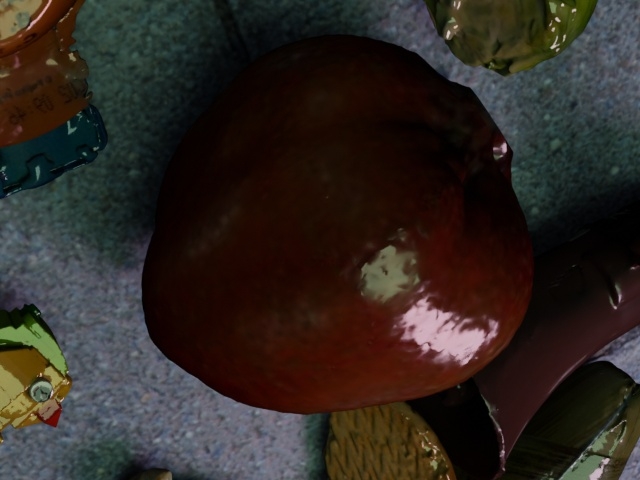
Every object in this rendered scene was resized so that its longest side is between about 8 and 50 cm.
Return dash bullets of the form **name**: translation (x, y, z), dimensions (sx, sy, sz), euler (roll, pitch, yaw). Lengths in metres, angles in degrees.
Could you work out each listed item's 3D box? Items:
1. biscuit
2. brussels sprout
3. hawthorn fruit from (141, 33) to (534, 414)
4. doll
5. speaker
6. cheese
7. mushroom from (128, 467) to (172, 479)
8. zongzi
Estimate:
- **biscuit**: translation (0.063, 0.222, 1.207), dimensions (0.033, 0.144, 0.224), euler (-46, 139, -50)
- **brussels sprout**: translation (0.159, -0.216, 1.026), dimensions (0.122, 0.151, 0.149), euler (-37, 102, -37)
- **hawthorn fruit**: translation (0.009, -0.004, 0.971), dimensions (0.311, 0.295, 0.295), euler (-42, 124, -4)
- **doll**: translation (-0.289, 0.114, 1.004), dimensions (0.186, 0.106, 0.134), euler (-15, 110, -17)
- **speaker**: translation (0.219, 0.030, 1.139), dimensions (0.329, 0.198, 0.259), euler (-32, 145, -13)
- **cheese**: translation (-0.230, -0.167, 0.876), dimensions (0.217, 0.129, 0.329), euler (-25, 135, -14)
- **mushroom**: translation (-0.093, 0.287, 1.189), dimensions (0.116, 0.093, 0.225), euler (-29, 132, 18)
- **zongzi**: translation (0.185, 0.194, 1.273), dimensions (0.242, 0.112, 0.221), euler (26, 93, -6)
